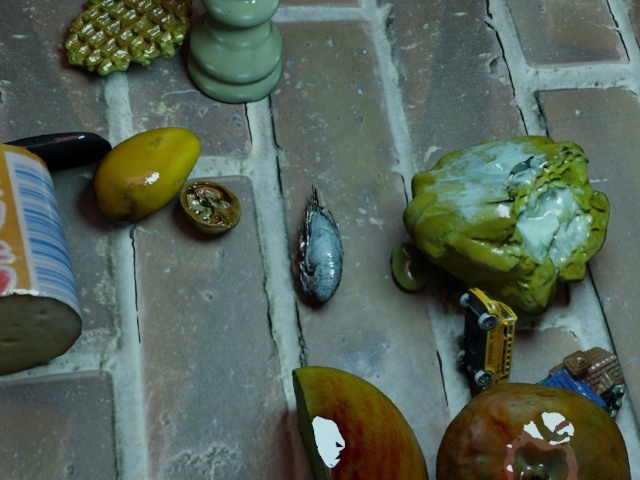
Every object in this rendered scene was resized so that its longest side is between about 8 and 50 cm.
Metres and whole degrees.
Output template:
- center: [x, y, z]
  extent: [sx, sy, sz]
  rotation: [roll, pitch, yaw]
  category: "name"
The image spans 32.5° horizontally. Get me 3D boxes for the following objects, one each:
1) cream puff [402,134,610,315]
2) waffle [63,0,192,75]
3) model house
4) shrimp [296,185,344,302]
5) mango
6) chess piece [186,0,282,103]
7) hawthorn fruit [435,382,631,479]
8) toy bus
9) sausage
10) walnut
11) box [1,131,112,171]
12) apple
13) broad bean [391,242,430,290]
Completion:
- center: [0.284, -0.018, 1.777]
  extent: [0.323, 0.269, 0.274]
  rotation: [-30, 34, -33]
  category: "cream puff"
- center: [-0.351, -0.393, 2.008]
  extent: [0.238, 0.058, 0.243]
  rotation: [-3, 52, 11]
  category: "waffle"
- center: [0.401, 0.223, 1.665]
  extent: [0.148, 0.148, 0.119]
  rotation: [-25, 64, -18]
  category: "model house"
- center: [0.000, 0.000, 1.814]
  extent: [0.090, 0.079, 0.232]
  rotation: [23, 46, -34]
  category: "shrimp"
- center: [-0.285, -0.118, 1.835]
  extent: [0.145, 0.112, 0.219]
  rotation: [20, 46, 31]
  category: "mango"
- center: [-0.142, -0.410, 1.907]
  extent: [0.182, 0.330, 0.182]
  rotation: [3, 56, -5]
  category: "chess piece"
- center: [0.295, 0.318, 1.499]
  extent: [0.277, 0.298, 0.276]
  rotation: [-3, 74, 9]
  category: "hawthorn fruit"
- center: [0.257, 0.148, 1.686]
  extent: [0.074, 0.162, 0.069]
  rotation: [-13, 33, -19]
  category: "toy bus"
- center: [-0.493, 0.027, 1.650]
  extent: [0.233, 0.233, 0.287]
  rotation: [-12, 61, -13]
  category: "sausage"
- center: [-0.184, -0.047, 1.833]
  extent: [0.091, 0.052, 0.121]
  rotation: [-28, 57, -29]
  category: "walnut"
- center: [-0.450, -0.142, 1.786]
  extent: [0.213, 0.201, 0.042]
  rotation: [-11, 86, -6]
  category: "box"
- center: [0.053, 0.334, 1.556]
  extent: [0.254, 0.179, 0.346]
  rotation: [15, 48, -41]
  category: "apple"
- center: [0.149, 0.043, 1.817]
  extent: [0.063, 0.045, 0.083]
  rotation: [-18, 68, -15]
  category: "broad bean"
